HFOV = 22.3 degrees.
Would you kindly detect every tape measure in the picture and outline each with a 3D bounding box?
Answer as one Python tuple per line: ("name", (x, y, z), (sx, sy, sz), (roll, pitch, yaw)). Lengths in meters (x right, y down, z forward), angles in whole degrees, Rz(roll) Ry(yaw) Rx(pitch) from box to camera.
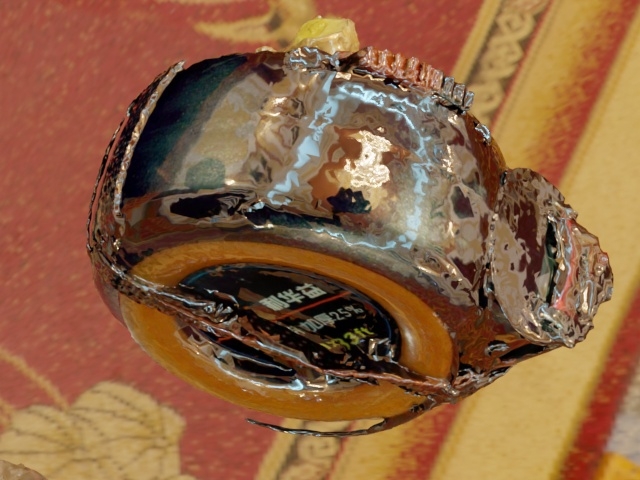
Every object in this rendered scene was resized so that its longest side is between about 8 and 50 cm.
("tape measure", (0.000, 0.000, 0.781), (0.223, 0.202, 0.135), (30, 56, -28))

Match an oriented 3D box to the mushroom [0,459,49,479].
("mushroom", (-0.107, 0.162, 0.413), (0.184, 0.255, 0.255), (-40, 96, -21))

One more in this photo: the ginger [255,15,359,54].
("ginger", (-0.037, -0.061, 1.059), (0.081, 0.115, 0.205), (5, 114, -36))
